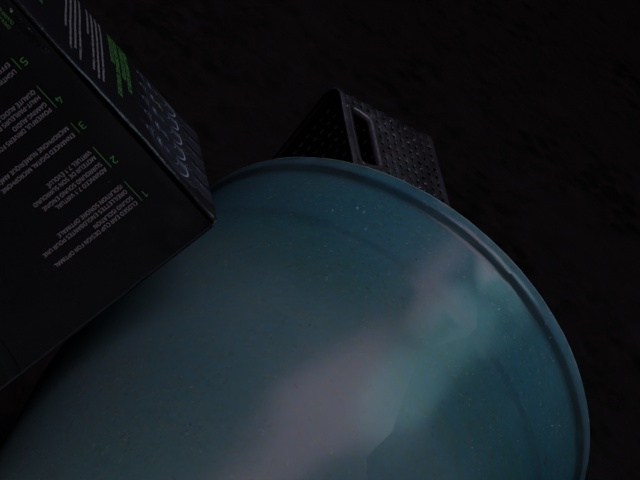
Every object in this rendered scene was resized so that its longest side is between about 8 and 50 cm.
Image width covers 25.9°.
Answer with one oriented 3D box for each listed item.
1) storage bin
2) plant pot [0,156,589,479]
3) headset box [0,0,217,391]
[{"bbox_3d":[0.000,0.000,0.975,0.084,0.180,0.122,24,34,-26],"label":"storage bin"},{"bbox_3d":[-0.040,0.134,0.691,0.271,0.271,0.255,43,44,4],"label":"plant pot"},{"bbox_3d":[-0.219,-0.043,0.632,0.283,0.246,0.131,48,8,-24],"label":"headset box"}]
